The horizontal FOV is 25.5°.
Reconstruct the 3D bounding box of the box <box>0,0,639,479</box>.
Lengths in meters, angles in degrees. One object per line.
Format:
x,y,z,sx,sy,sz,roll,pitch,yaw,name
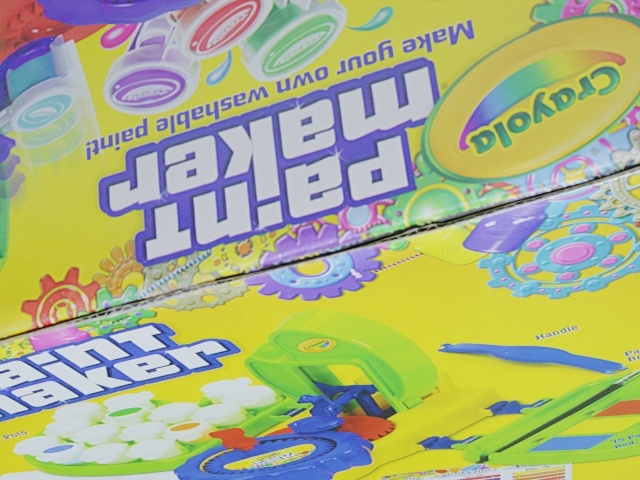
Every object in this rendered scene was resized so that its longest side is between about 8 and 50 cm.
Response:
0.000,0.000,0.500,0.290,0.177,0.279,-15,150,17,box
